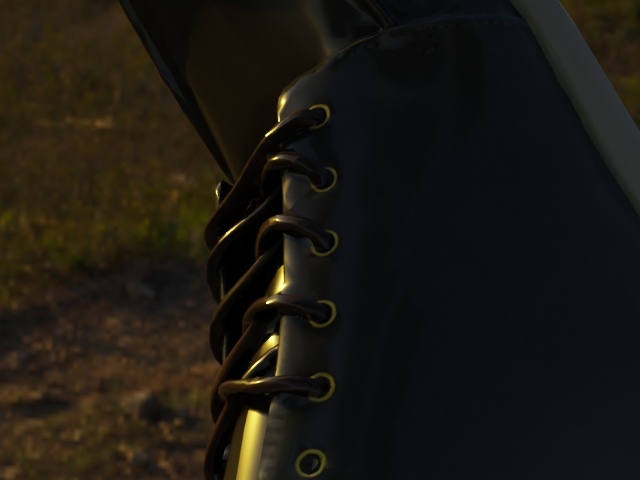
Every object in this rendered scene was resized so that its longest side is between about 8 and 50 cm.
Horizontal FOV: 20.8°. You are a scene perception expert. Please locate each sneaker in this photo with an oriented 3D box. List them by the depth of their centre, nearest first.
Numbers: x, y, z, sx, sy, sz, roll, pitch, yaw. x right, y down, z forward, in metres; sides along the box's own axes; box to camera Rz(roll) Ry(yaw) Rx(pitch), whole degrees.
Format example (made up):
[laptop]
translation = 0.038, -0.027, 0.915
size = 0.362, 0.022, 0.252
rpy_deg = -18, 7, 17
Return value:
[sneaker]
translation = 0.000, 0.000, 0.351
size = 0.118, 0.083, 0.222
rpy_deg = -29, 72, -35
